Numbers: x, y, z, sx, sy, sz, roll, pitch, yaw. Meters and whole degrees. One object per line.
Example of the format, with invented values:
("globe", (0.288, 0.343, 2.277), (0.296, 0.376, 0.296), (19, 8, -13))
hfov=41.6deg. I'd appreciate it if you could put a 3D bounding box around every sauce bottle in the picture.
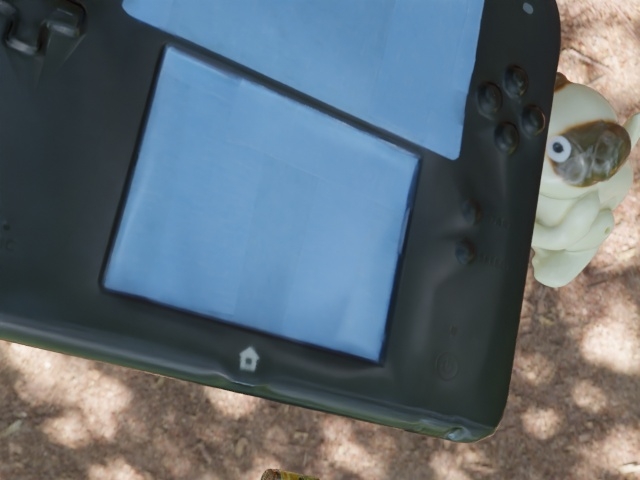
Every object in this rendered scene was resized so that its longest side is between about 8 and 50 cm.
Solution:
("sauce bottle", (-0.019, 0.332, 1.119), (0.128, 0.042, 0.042), (21, 123, -31))

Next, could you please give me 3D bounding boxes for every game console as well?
("game console", (-0.015, -0.083, 0.485), (0.386, 0.342, 0.060), (19, 161, -29))

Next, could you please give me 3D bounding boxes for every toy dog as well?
("toy dog", (0.465, -0.132, 1.586), (0.395, 0.285, 0.408), (-30, 156, 7))
